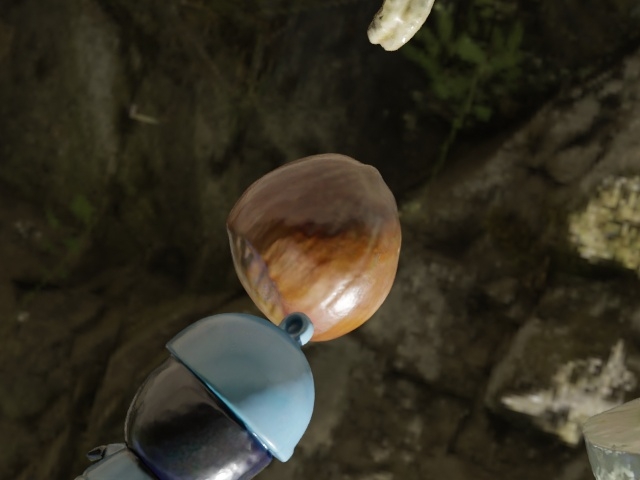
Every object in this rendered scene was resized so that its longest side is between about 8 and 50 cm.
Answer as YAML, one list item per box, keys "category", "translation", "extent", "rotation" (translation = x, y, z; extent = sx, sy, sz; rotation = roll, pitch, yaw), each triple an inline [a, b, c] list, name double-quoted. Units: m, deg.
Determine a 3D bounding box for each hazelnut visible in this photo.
- category: "hazelnut"
  translation: [0.000, 0.000, 1.527]
  extent: [0.214, 0.214, 0.176]
  rotation: [12, 180, 30]

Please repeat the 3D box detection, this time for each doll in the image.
- category: "doll"
  translation: [-0.120, 0.188, 1.320]
  extent: [0.177, 0.314, 0.141]
  rotation: [39, 172, 39]

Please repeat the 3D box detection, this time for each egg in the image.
- category: "egg"
  translation: [0.504, 0.308, 1.744]
  extent: [0.337, 0.201, 0.337]
  rotation: [-10, -178, 0]

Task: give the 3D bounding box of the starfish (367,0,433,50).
- category: "starfish"
  translation: [0.072, -0.257, 0.632]
  extent: [0.375, 0.327, 0.094]
  rotation: [-9, -171, -31]
